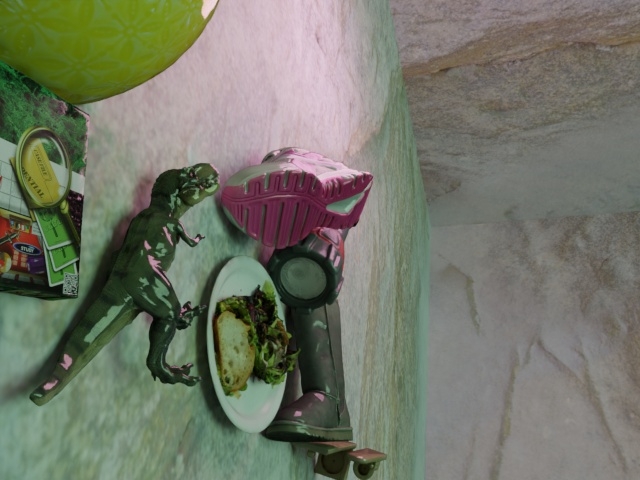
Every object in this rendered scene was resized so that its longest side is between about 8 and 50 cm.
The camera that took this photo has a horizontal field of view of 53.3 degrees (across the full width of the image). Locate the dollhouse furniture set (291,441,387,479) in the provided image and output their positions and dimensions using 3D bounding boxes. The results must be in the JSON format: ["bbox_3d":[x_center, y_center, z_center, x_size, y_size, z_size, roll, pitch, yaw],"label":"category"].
[{"bbox_3d":[0.030,0.369,0.896,0.123,0.144,0.151,33,68,-65],"label":"dollhouse furniture set"}]

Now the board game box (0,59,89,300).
[{"bbox_3d":[-0.211,-0.050,0.323,0.260,0.030,0.136,34,51,-70],"label":"board game box"}]

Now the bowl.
[{"bbox_3d":[-0.130,-0.247,0.427,0.289,0.156,0.289,-5,90,-74],"label":"bowl"}]

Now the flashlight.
[{"bbox_3d":[0.000,0.000,0.945,0.304,0.103,0.103,-67,153,-68],"label":"flashlight"}]

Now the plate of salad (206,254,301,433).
[{"bbox_3d":[-0.069,0.114,0.720,0.200,0.048,0.199,-9,90,-71],"label":"plate of salad"}]

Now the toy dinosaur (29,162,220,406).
[{"bbox_3d":[-0.136,0.049,0.512,0.268,0.064,0.118,-73,147,-47],"label":"toy dinosaur"}]

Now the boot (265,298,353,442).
[{"bbox_3d":[-0.016,0.166,0.868,0.190,0.076,0.208,33,52,-60],"label":"boot"}]

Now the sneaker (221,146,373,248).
[{"bbox_3d":[-0.043,-0.062,0.808,0.252,0.111,0.102,-7,122,-56],"label":"sneaker"}]
